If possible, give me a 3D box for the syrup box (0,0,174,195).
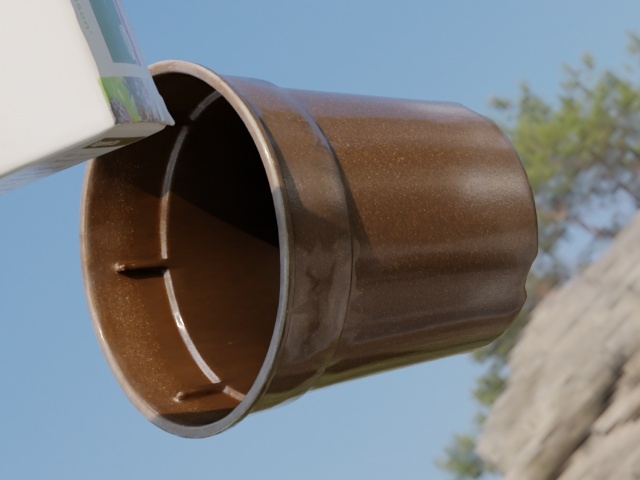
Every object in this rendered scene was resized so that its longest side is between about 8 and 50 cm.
[{"bbox_3d":[-0.177,-0.036,0.599,0.237,0.093,0.096,-21,1,8],"label":"syrup box"}]

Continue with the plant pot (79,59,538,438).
[{"bbox_3d":[0.000,0.000,0.861,0.165,0.167,0.167,-4,-46,-38],"label":"plant pot"}]
